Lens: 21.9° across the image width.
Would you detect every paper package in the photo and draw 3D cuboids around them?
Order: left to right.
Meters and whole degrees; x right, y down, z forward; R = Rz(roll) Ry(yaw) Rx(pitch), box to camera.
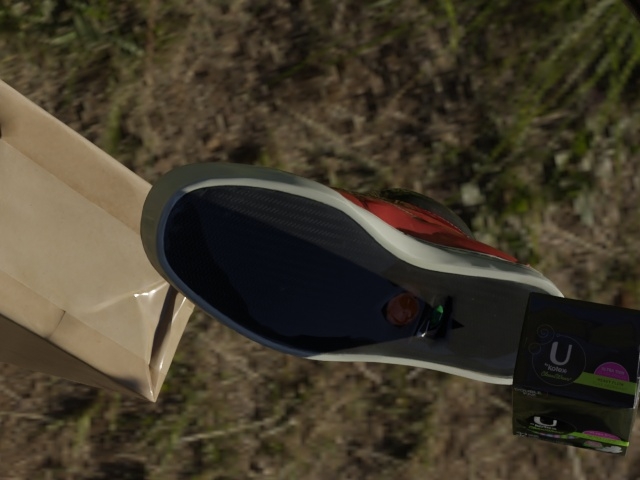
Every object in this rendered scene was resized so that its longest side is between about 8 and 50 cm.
[{"bbox_3d":[-0.296,-0.005,1.504,0.309,0.325,0.168,35,72,-31],"label":"paper package"}]

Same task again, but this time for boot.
[{"bbox_3d":[0.000,0.000,0.934,0.244,0.176,0.088,17,103,-24],"label":"boot"}]

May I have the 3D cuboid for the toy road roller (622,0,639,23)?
[{"bbox_3d":[0.268,-0.122,0.511,0.240,0.329,0.202,-17,62,-33],"label":"toy road roller"}]

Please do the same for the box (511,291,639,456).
[{"bbox_3d":[0.130,0.068,0.830,0.083,0.062,0.052,76,26,-65],"label":"box"}]
